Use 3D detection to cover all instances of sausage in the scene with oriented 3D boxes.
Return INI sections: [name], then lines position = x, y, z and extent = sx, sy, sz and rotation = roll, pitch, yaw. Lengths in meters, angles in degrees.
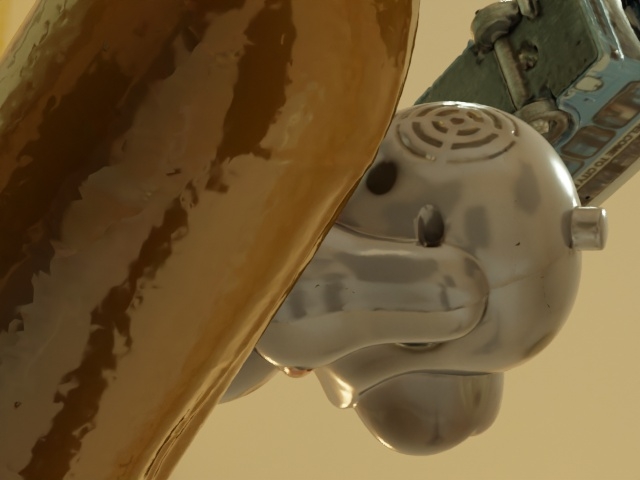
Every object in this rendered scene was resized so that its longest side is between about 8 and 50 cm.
[sausage]
position = -0.057, -0.011, 0.526
extent = 0.328, 0.112, 0.112
rotation = -56, -139, 13

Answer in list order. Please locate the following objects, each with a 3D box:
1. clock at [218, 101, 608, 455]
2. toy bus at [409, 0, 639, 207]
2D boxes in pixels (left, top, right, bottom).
[clock]
position = -0.002, 0.002, 0.762
extent = 0.254, 0.189, 0.189
rotation = 5, -84, 16
[toy bus]
position = 0.119, -0.055, 1.175
extent = 0.297, 0.131, 0.106
rotation = -45, -133, 39
